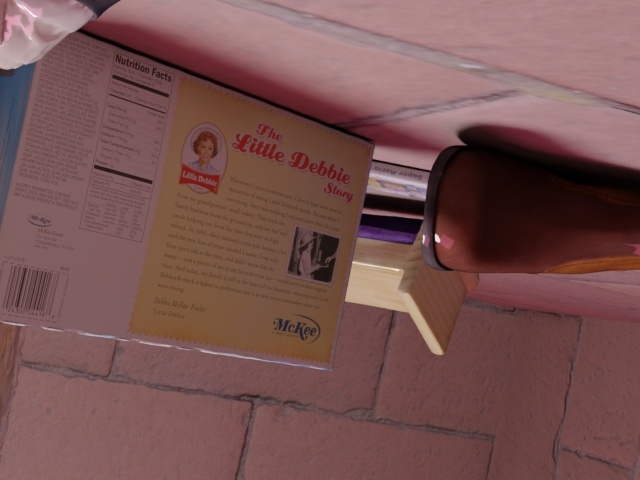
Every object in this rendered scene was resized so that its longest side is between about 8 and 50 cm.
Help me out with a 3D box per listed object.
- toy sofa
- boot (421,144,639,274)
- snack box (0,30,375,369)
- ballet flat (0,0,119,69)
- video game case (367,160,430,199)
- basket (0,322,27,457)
[{"bbox_3d":[0.000,0.000,1.382,0.363,0.177,0.150,9,151,29],"label":"toy sofa"},{"bbox_3d":[0.234,-0.001,0.819,0.281,0.096,0.264,8,175,32],"label":"boot"},{"bbox_3d":[-0.096,-0.018,0.824,0.060,0.187,0.322,8,175,43],"label":"snack box"},{"bbox_3d":[-0.148,-0.109,0.502,0.203,0.074,0.074,9,176,31],"label":"ballet flat"},{"bbox_3d":[0.068,-0.056,1.087,0.166,0.015,0.119,11,176,-1],"label":"video game case"},{"bbox_3d":[-0.433,0.030,1.019,0.329,0.331,0.266,7,150,-6],"label":"basket"}]
